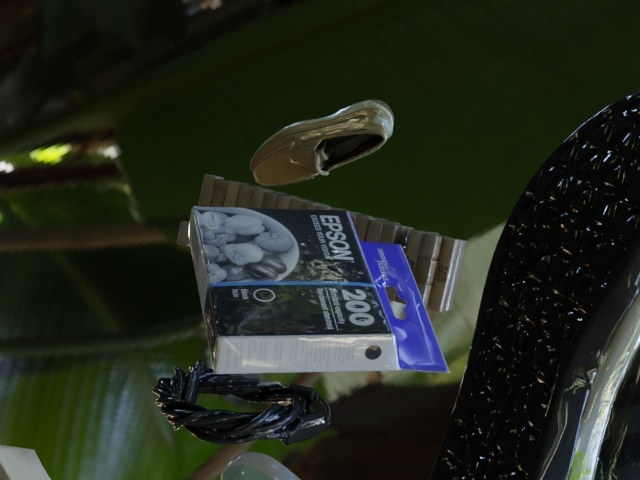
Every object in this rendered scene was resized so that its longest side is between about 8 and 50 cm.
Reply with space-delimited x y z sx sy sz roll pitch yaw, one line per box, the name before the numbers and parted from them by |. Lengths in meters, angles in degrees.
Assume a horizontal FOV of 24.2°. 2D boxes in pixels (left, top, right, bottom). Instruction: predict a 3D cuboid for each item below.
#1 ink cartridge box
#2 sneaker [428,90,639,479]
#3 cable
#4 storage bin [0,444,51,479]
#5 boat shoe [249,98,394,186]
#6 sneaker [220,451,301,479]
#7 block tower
ink cartridge box | -0.004 0.041 1.321 0.206 0.208 0.045 -108 -156 -55
sneaker | 0.109 0.058 0.554 0.097 0.235 0.084 24 -3 -28
cable | -0.082 0.149 1.399 0.150 0.184 0.047 22 -77 28
storage bin | -0.281 0.333 1.163 0.260 0.123 0.262 -54 -130 15
boat shoe | -0.004 -0.104 1.746 0.068 0.190 0.072 50 28 -29
sneaker | -0.063 0.286 1.351 0.256 0.151 0.094 20 -36 59
block tower | 0.000 0.000 1.805 0.335 0.097 0.091 13 3 17
